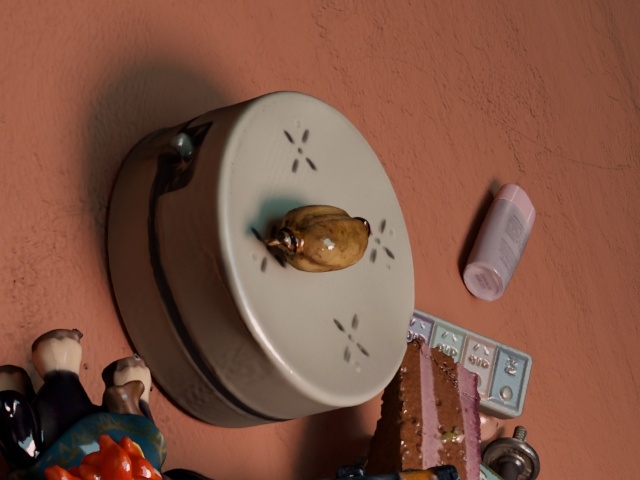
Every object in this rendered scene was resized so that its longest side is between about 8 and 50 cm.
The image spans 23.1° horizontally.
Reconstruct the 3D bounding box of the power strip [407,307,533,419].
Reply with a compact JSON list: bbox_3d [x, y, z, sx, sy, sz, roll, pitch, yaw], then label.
[{"bbox_3d":[0.154,0.178,1.933,0.215,0.061,0.145,23,69,-23],"label":"power strip"}]

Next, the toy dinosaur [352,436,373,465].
[{"bbox_3d":[0.075,0.385,1.764,0.206,0.113,0.327,-12,76,-32],"label":"toy dinosaur"}]

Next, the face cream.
[{"bbox_3d":[0.253,0.002,2.206,0.084,0.057,0.198,61,33,-22],"label":"face cream"}]

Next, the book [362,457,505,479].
[{"bbox_3d":[0.105,0.363,1.712,0.228,0.018,0.322,38,57,-11],"label":"book"}]

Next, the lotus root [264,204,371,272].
[{"bbox_3d":[0.000,0.000,1.513,0.072,0.063,0.152,46,28,27],"label":"lotus root"}]

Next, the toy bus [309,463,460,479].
[{"bbox_3d":[0.012,0.301,1.456,0.194,0.323,0.162,-3,78,-17],"label":"toy bus"}]

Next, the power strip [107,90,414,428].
[{"bbox_3d":[-0.062,0.013,1.621,0.357,0.161,0.357,26,58,-49],"label":"power strip"}]

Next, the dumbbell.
[{"bbox_3d":[0.236,0.321,2.019,0.110,0.110,0.254,61,29,-21],"label":"dumbbell"}]

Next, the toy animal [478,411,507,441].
[{"bbox_3d":[0.208,0.208,2.043,0.083,0.089,0.150,41,44,-9],"label":"toy animal"}]

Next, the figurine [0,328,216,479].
[{"bbox_3d":[-0.163,0.257,1.270,0.412,0.241,0.306,-108,173,-62],"label":"figurine"}]

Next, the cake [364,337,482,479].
[{"bbox_3d":[0.109,0.242,1.711,0.116,0.113,0.295,29,47,-20],"label":"cake"}]
